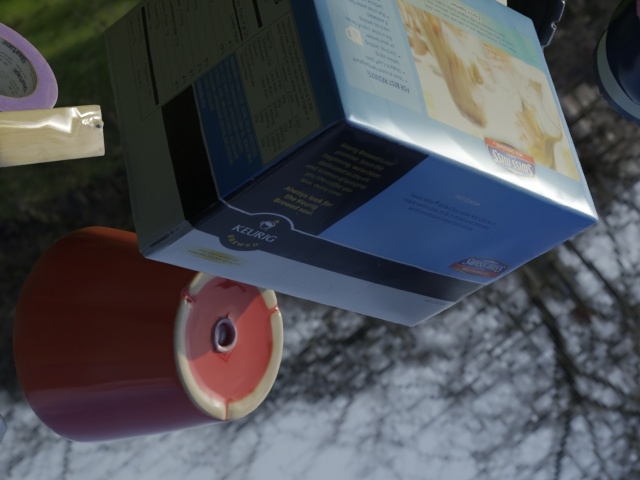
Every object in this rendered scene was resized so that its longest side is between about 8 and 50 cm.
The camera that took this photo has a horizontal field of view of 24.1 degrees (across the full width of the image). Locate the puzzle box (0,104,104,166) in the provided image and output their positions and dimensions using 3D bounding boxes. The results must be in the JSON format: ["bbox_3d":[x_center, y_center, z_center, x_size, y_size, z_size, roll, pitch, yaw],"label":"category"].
[{"bbox_3d":[-0.447,-0.089,1.429,0.409,0.052,0.272,-1,-174,29],"label":"puzzle box"}]

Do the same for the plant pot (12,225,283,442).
[{"bbox_3d":[-0.197,0.117,1.831,0.243,0.275,0.275,-2,-149,39],"label":"plant pot"}]

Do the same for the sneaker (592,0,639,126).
[{"bbox_3d":[0.335,-0.101,0.912,0.131,0.319,0.112,100,-3,-71],"label":"sneaker"}]

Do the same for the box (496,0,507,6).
[{"bbox_3d":[0.172,-0.291,1.853,0.170,0.091,0.130,-24,-130,46],"label":"box"}]

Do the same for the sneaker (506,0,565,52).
[{"bbox_3d":[0.203,-0.304,1.465,0.101,0.106,0.267,-61,161,-76],"label":"sneaker"}]

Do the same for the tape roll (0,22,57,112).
[{"bbox_3d":[-0.451,-0.210,1.997,0.080,0.189,0.189,-46,-177,30],"label":"tape roll"}]

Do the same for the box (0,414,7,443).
[{"bbox_3d":[-0.414,0.174,1.094,0.395,0.212,0.293,89,20,-66],"label":"box"}]

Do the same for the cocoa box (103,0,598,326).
[{"bbox_3d":[0.029,-0.096,1.275,0.228,0.231,0.347,-33,148,33],"label":"cocoa box"}]
